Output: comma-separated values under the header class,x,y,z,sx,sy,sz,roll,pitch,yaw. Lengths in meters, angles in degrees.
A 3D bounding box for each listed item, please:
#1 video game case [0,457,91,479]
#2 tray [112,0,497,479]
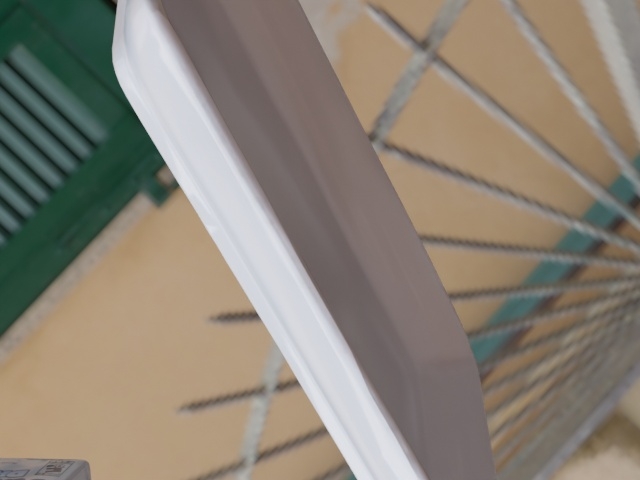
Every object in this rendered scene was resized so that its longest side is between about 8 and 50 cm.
class,x,y,z,sx,sy,sz,roll,pitch,yaw
video game case,-0.210,0.138,0.783,0.143,0.157,0.019,-43,-50,-68
tray,0.000,0.000,0.508,0.145,0.030,0.270,-95,-20,-52
